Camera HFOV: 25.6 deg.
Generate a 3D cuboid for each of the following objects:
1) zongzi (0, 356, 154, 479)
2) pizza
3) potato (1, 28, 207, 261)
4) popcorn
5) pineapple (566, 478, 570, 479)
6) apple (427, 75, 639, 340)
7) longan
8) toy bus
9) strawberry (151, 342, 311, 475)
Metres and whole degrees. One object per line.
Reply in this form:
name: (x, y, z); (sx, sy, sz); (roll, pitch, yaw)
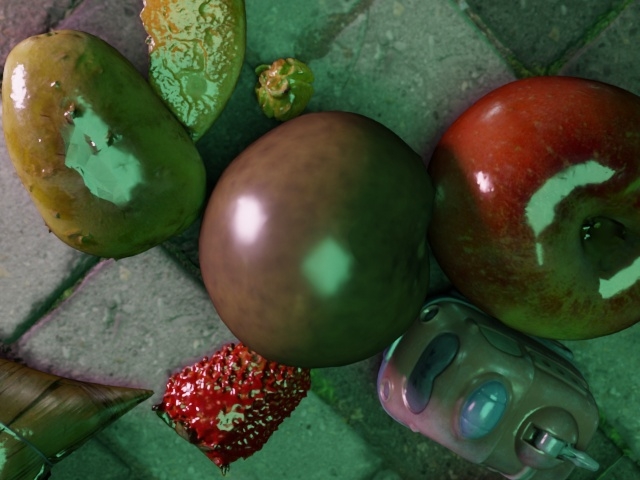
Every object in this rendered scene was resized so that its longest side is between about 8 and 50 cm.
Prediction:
zongzi: (-0.398, 0.179, 1.816); (0.300, 0.138, 0.286); (-31, 100, -16)
pizza: (-0.158, -0.255, 1.775); (0.134, 0.056, 0.271); (-6, 107, -11)
potato: (-0.274, -0.116, 1.729); (0.210, 0.173, 0.307); (-30, 105, 3)
popcorn: (-0.045, -0.193, 1.799); (0.084, 0.084, 0.084); (-3, 105, -10)
pineapple: (0.316, 0.473, 1.932); (0.286, 0.209, 0.344); (-47, 136, -11)
apple: (0.306, -0.046, 1.799); (0.349, 0.277, 0.348); (-3, 107, -11)
longan: (0.000, 0.000, 1.744); (0.319, 0.319, 0.318); (-3, 105, -10)
toy bus: (0.232, 0.211, 1.874); (0.294, 0.232, 0.197); (29, 98, -17)
strawberry: (-0.110, 0.206, 1.886); (0.167, 0.087, 0.208); (39, 93, -16)
